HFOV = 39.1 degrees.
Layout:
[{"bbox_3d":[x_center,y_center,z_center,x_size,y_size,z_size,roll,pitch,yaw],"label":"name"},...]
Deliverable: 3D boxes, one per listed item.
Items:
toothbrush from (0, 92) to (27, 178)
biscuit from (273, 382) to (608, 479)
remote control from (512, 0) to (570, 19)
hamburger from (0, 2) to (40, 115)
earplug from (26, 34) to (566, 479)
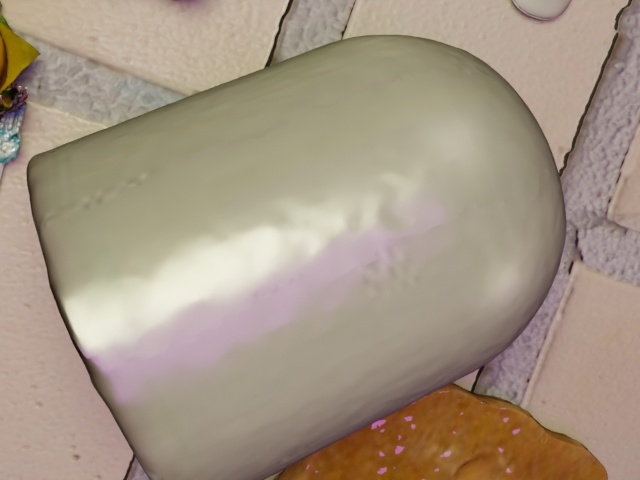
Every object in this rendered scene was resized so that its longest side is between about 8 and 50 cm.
[{"bbox_3d":[-0.336,0.061,0.843,0.042,0.040,0.418,13,105,-27],"label":"toothbrush"},{"bbox_3d":[0.107,0.329,0.979,0.385,0.062,0.365,18,97,-15],"label":"biscuit"},{"bbox_3d":[0.241,-0.325,0.855,0.073,0.044,0.229,15,101,-12],"label":"remote control"},{"bbox_3d":[-0.330,-0.140,0.740,0.164,0.093,0.189,46,55,2],"label":"hamburger"},{"bbox_3d":[0.000,0.000,0.750,0.394,0.312,0.313,-24,107,-5],"label":"earplug"}]
